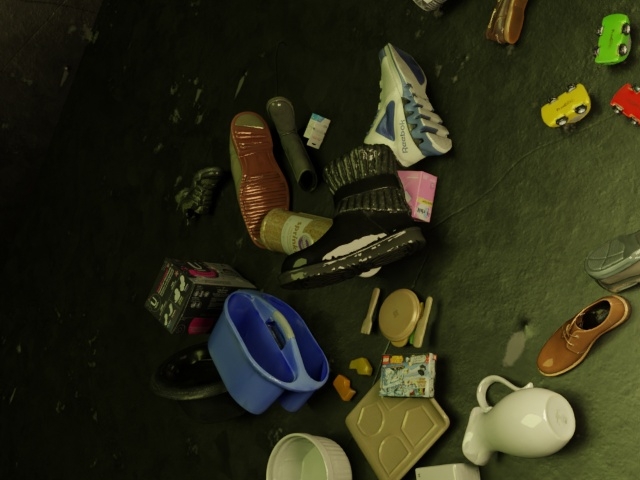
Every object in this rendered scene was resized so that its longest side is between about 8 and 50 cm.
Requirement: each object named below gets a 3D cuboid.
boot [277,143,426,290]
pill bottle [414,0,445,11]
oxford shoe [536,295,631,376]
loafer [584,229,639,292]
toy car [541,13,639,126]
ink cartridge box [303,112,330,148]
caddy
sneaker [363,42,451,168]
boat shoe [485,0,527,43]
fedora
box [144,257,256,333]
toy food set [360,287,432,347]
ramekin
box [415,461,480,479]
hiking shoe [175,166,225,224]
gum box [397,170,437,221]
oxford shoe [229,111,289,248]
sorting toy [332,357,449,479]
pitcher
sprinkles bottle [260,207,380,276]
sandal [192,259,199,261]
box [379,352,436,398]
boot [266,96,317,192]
[{"bbox_3d":[0.039,-0.051,1.642,0.131,0.347,0.260,96,154,-71],"label":"boot"},{"bbox_3d":[0.312,-0.649,1.695,0.245,0.130,0.131,-31,59,35],"label":"pill bottle"},{"bbox_3d":[0.470,0.174,1.372,0.212,0.076,0.076,-52,51,25],"label":"oxford shoe"},{"bbox_3d":[0.601,0.013,1.293,0.267,0.084,0.096,-28,30,33],"label":"loafer"},{"bbox_3d":[0.557,-0.320,1.423,0.239,0.053,0.225,10,86,45],"label":"toy car"},{"bbox_3d":[-0.013,-0.293,1.988,0.028,0.048,0.083,31,102,45],"label":"ink cartridge box"},{"bbox_3d":[-0.124,0.264,1.829,0.179,0.241,0.341,-58,47,26],"label":"caddy"},{"bbox_3d":[0.170,-0.298,1.751,0.182,0.127,0.316,-34,60,32],"label":"sneaker"},{"bbox_3d":[0.412,-0.532,1.605,0.073,0.073,0.207,24,97,44],"label":"boat shoe"},{"bbox_3d":[-0.288,0.391,1.992,0.334,0.334,0.153,4,117,45],"label":"fedora"},{"bbox_3d":[-0.328,0.153,2.038,0.142,0.247,0.163,35,105,34],"label":"box"},{"bbox_3d":[0.183,0.176,1.691,0.192,0.038,0.133,8,79,51],"label":"toy food set"},{"bbox_3d":[-0.020,0.558,1.740,0.207,0.109,0.207,-13,72,43],"label":"ramekin"},{"bbox_3d":[0.260,0.502,1.488,0.101,0.087,0.102,-22,65,40],"label":"box"},{"bbox_3d":[-0.356,-0.140,2.285,0.227,0.086,0.114,-38,69,39],"label":"hiking shoe"},{"bbox_3d":[0.174,-0.106,1.745,0.188,0.062,0.107,7,85,45],"label":"gum box"},{"bbox_3d":[-0.177,-0.157,2.092,0.146,0.140,0.397,131,133,-67],"label":"oxford shoe"},{"bbox_3d":[0.148,0.377,1.673,0.229,0.041,0.307,-55,41,16],"label":"sorting toy"},{"bbox_3d":[0.373,0.328,1.410,0.207,0.125,0.178,-32,43,49],"label":"pitcher"},{"bbox_3d":[0.000,0.000,1.852,0.355,0.121,0.121,14,90,46],"label":"sprinkles bottle"},{"bbox_3d":[-0.343,0.139,2.226,0.067,0.040,0.179,-45,66,35],"label":"sandal"},{"bbox_3d":[0.189,0.293,1.608,0.137,0.027,0.094,-10,67,46],"label":"box"},{"bbox_3d":[-0.075,-0.254,1.967,0.076,0.190,0.209,-19,55,8],"label":"boot"}]
